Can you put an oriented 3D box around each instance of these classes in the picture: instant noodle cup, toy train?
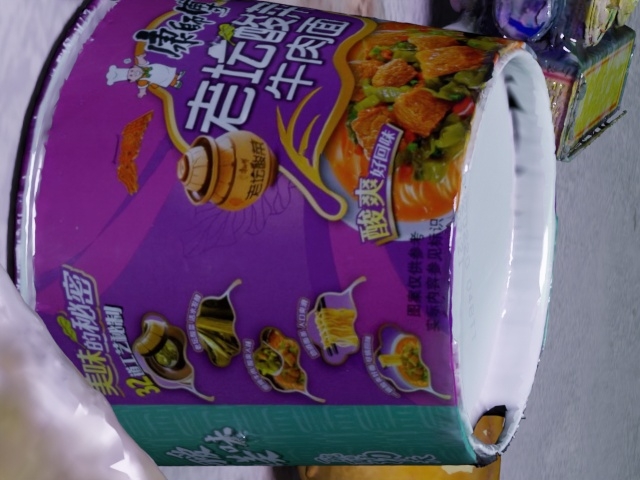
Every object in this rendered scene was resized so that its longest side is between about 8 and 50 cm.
[{"bbox_3d":[0.000,0.000,0.824,0.251,0.190,0.251,4,90,-70],"label":"instant noodle cup"},{"bbox_3d":[0.165,-0.163,1.324,0.261,0.134,0.177,-34,139,-64],"label":"toy train"}]

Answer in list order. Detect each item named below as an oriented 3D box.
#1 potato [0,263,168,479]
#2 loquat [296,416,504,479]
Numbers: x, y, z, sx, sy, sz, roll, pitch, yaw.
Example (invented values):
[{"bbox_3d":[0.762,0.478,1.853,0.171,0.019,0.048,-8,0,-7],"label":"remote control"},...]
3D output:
[{"bbox_3d":[-0.164,0.092,0.551,0.189,0.211,0.264,-38,102,-17],"label":"potato"},{"bbox_3d":[0.047,0.119,1.064,0.141,0.141,0.141,5,90,-70],"label":"loquat"}]
